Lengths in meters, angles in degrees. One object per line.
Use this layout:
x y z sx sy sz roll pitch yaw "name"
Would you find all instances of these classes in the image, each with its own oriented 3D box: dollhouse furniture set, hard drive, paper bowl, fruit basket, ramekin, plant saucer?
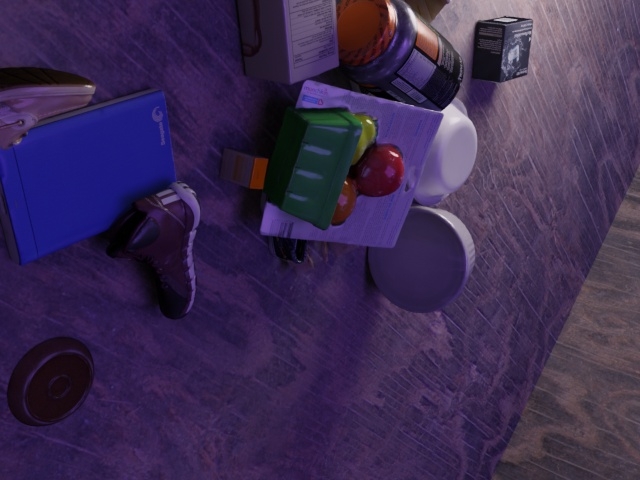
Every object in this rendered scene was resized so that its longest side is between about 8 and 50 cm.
0.000 0.000 1.850 0.101 0.161 0.182 64 5 1 "dollhouse furniture set"
-0.384 -0.113 1.331 0.319 0.040 0.210 -29 126 -41 "hard drive"
0.290 -0.227 2.018 0.284 0.148 0.284 -25 124 -44 "paper bowl"
0.063 -0.148 1.657 0.353 0.165 0.327 3 114 -38 "fruit basket"
0.266 0.037 2.019 0.127 0.273 0.272 -23 123 -56 "ramekin"
-0.465 0.253 1.403 0.168 0.029 0.168 -24 122 -44 "plant saucer"

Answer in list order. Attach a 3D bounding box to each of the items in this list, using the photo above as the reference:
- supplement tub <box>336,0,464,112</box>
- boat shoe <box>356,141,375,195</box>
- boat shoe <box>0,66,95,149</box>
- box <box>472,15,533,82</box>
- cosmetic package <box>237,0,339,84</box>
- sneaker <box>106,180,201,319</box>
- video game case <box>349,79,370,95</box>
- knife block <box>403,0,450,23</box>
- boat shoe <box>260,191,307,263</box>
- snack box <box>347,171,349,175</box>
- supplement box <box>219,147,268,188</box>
0.160 -0.398 1.709 0.316 0.194 0.193 21 89 -52 "supplement tub"
0.125 -0.148 1.913 0.070 0.078 0.219 24 93 -54 "boat shoe"
-0.470 -0.184 1.149 0.302 0.109 0.098 -19 125 -39 "boat shoe"
0.501 -0.526 2.187 0.156 0.093 0.158 -24 124 -43 "box"
-0.065 -0.461 1.498 0.153 0.129 0.296 -30 126 -42 "cosmetic package"
-0.310 0.034 1.426 0.163 0.106 0.281 -19 127 -41 "sneaker"
0.111 -0.440 1.809 0.173 0.022 0.190 -49 138 -26 "video game case"
0.192 -0.608 1.801 0.088 0.242 0.276 -53 -176 -19 "knife block"
-0.072 -0.038 1.708 0.065 0.083 0.183 -34 130 -37 "boat shoe"
0.024 -0.199 1.741 0.037 0.100 0.141 -28 125 -41 "snack box"
-0.150 -0.141 1.556 0.036 0.098 0.062 -2 108 -47 "supplement box"
